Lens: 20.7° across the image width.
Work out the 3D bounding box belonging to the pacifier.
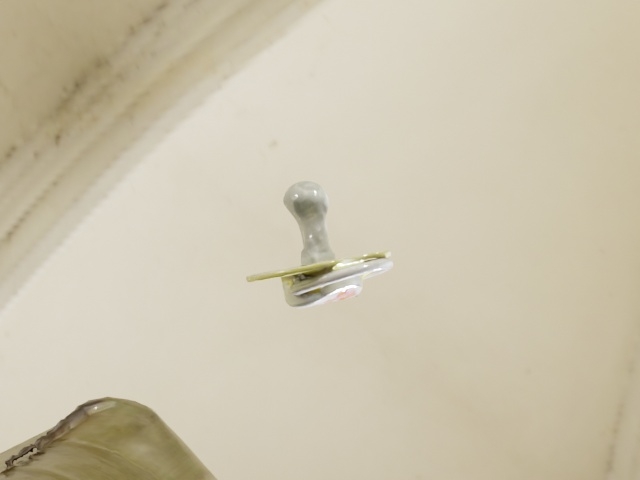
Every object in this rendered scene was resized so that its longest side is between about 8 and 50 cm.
[{"bbox_3d":[0.000,0.000,0.894,0.083,0.068,0.064,-10,-93,-49],"label":"pacifier"}]

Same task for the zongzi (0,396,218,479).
[{"bbox_3d":[-0.224,0.240,0.829,0.360,0.323,0.160,-37,-97,14],"label":"zongzi"}]
